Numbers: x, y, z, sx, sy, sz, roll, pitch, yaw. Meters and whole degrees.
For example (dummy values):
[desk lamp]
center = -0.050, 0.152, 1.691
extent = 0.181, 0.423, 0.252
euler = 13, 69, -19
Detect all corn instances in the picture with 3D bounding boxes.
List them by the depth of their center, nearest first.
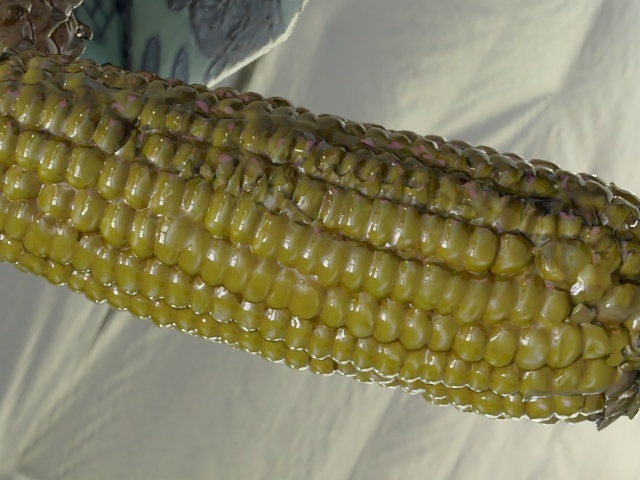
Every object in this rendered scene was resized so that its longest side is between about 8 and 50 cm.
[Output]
[corn]
center = 0.000, 0.000, 0.637
extent = 0.115, 0.318, 0.115
euler = -167, 90, -86

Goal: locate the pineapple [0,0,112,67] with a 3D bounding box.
[pineapple]
center = -0.233, -0.099, 1.077
extent = 0.223, 0.223, 0.357
euler = -56, -43, -22

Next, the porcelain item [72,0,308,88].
[porcelain item]
center = -0.115, -0.263, 1.316
extent = 0.286, 0.157, 0.281
euler = -37, -34, -40
